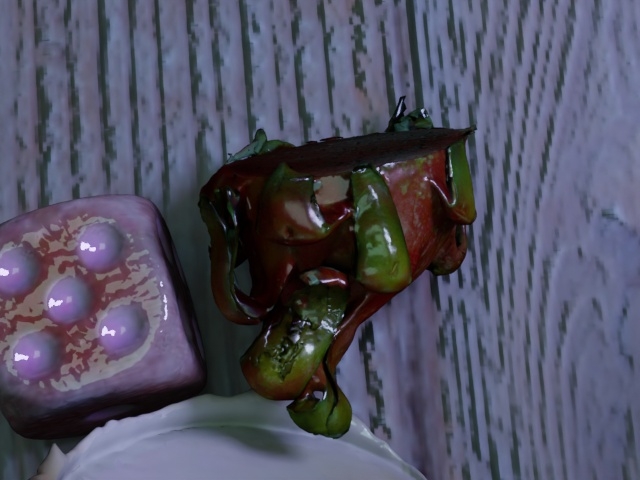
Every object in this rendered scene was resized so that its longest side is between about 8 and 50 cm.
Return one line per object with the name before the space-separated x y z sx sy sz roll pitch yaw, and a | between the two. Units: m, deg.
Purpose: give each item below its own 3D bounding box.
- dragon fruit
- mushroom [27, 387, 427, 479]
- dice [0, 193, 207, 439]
dragon fruit | 0.000 0.000 0.785 0.142 0.138 0.175 17 79 -27
mushroom | -0.016 0.177 0.751 0.236 0.162 0.173 16 112 -2
dice | -0.107 0.036 0.798 0.094 0.093 0.091 -15 75 -1
